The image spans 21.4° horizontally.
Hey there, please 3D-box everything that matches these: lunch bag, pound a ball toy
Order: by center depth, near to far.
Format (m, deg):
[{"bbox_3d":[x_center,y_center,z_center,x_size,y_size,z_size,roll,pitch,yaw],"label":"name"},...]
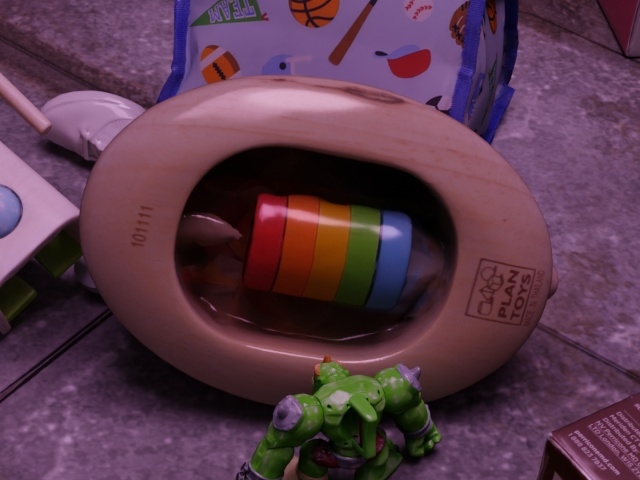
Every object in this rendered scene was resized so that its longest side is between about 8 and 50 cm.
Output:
[{"bbox_3d":[-0.349,-0.096,1.636,0.319,0.136,0.208,40,73,17],"label":"pound a ball toy"},{"bbox_3d":[0.038,-0.205,1.826,0.328,0.239,0.385,14,12,9],"label":"lunch bag"}]

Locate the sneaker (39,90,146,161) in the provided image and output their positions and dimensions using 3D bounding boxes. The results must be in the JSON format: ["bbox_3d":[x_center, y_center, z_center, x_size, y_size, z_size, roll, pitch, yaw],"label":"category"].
[{"bbox_3d":[-0.206,-0.092,1.794,0.212,0.080,0.094,14,53,6],"label":"sneaker"}]

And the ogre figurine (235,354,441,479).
[{"bbox_3d":[0.023,0.167,1.488,0.197,0.118,0.097,0,41,-10],"label":"ogre figurine"}]

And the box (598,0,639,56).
[{"bbox_3d":[0.433,-0.347,2.144,0.148,0.127,0.232,-2,41,-10],"label":"box"}]

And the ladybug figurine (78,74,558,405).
[{"bbox_3d":[0.000,0.000,1.578,0.449,0.305,0.162,14,8,-10],"label":"ladybug figurine"}]

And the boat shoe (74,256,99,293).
[{"bbox_3d":[-0.150,-0.016,1.705,0.219,0.070,0.078,-41,62,-14],"label":"boat shoe"}]

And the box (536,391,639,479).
[{"bbox_3d":[0.359,0.201,1.447,0.381,0.191,0.143,-18,47,-27],"label":"box"}]
